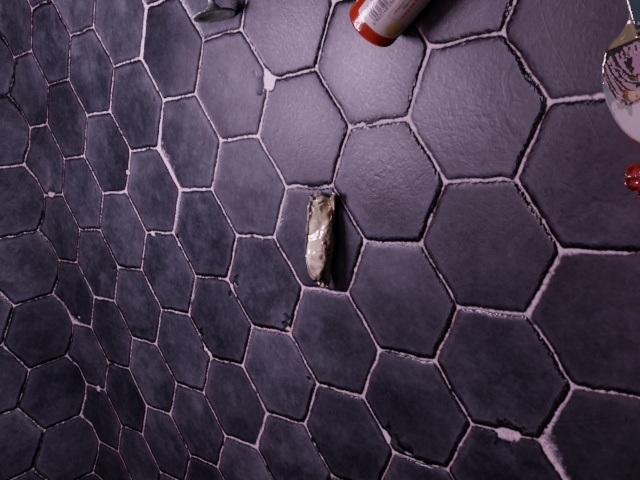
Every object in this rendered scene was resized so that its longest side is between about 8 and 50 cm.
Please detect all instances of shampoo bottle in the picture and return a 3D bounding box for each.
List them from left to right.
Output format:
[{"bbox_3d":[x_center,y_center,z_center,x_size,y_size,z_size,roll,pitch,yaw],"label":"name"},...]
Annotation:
[{"bbox_3d":[0.166,-0.464,1.182,0.278,0.104,0.104,-43,73,44],"label":"shampoo bottle"}]

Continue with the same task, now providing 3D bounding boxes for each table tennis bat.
[{"bbox_3d":[0.483,-0.277,0.992,0.173,0.022,0.301,-16,94,46],"label":"table tennis bat"}]

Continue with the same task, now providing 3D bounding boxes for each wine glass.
[{"bbox_3d":[-0.264,-0.623,1.562,0.103,0.103,0.231,-8,96,46],"label":"wine glass"}]

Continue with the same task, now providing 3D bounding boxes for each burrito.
[{"bbox_3d":[0.002,0.000,1.537,0.058,0.063,0.230,27,120,48],"label":"burrito"}]

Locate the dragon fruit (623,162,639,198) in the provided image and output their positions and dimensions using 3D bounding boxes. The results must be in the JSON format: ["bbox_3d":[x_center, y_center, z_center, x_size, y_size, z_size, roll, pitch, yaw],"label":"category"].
[{"bbox_3d":[0.513,-0.082,0.956,0.133,0.136,0.166,42,157,-31],"label":"dragon fruit"}]
